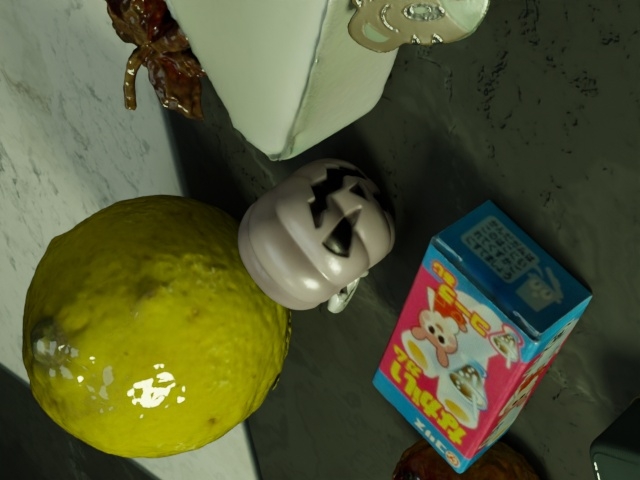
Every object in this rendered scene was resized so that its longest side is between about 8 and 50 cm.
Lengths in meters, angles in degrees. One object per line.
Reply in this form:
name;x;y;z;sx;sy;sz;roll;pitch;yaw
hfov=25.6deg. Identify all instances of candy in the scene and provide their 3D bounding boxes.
candy;0.167;0.112;1.540;0.157;0.100;0.306;44;147;19

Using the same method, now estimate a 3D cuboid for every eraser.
eraser;-0.031;-0.241;1.447;0.331;0.150;0.331;34;140;34

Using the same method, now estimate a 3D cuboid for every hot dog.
hot dog;0.193;0.314;1.689;0.227;0.099;0.160;31;141;36

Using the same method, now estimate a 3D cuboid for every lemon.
lemon;-0.224;0.114;1.838;0.350;0.387;0.350;9;105;36

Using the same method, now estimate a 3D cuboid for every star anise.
star anise;-0.202;-0.255;1.733;0.212;0.111;0.196;58;144;12

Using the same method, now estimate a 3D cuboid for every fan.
fan;0.125;-0.230;1.233;0.227;0.008;0.152;-2;134;15

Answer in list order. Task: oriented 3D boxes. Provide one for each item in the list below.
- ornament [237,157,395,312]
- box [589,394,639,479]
ornament;0.000;0.000;1.603;0.177;0.177;0.177;36;144;32
box;0.368;0.248;1.383;0.201;0.090;0.144;16;130;49
